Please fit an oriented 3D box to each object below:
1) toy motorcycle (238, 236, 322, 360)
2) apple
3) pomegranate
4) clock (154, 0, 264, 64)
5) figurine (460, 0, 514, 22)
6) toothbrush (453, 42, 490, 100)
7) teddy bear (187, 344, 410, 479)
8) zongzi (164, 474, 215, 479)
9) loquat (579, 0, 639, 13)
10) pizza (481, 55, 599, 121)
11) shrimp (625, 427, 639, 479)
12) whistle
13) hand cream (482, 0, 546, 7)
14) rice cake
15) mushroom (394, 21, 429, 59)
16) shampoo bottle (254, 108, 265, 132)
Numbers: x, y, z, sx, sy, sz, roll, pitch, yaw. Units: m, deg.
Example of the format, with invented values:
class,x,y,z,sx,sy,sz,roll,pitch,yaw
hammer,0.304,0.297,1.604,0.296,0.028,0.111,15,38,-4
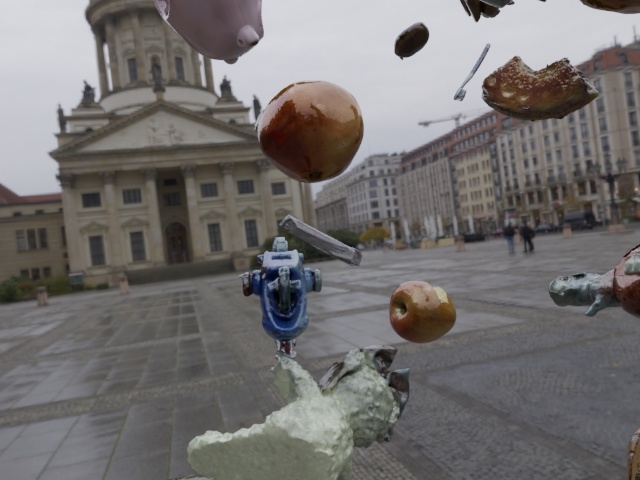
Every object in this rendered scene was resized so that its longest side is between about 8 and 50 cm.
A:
class,x,y,z,sx,sy,sz,roll,pitch,yaw
toy motorcycle,-0.071,0.134,1.248,0.182,0.241,0.319,-27,19,4
apple,0.299,0.208,1.530,0.199,0.199,0.199,-7,-1,0
pomegranate,-0.022,-0.210,1.030,0.209,0.209,0.209,-7,-1,0
clock,-0.315,-0.676,1.437,0.251,0.376,0.368,-31,16,-19
figurine,0.552,-0.877,1.791,0.173,0.247,0.177,-31,15,16
toothbrush,0.454,-0.501,1.555,0.026,0.288,0.024,24,-32,16
teddy bear,-0.017,0.395,1.138,0.375,0.327,0.362,-28,2,24
zongzi,-0.365,0.629,1.280,0.286,0.138,0.300,8,-45,-12
loquat,0.663,-0.633,1.075,0.329,0.328,0.328,-7,-1,0
pizza,0.561,-0.389,1.367,0.305,0.161,0.086,18,7,43
shrimp,0.610,0.480,1.007,0.053,0.235,0.133,2,-9,35
whistle,0.516,0.073,0.877,0.134,0.142,0.346,22,-13,-11
hand cream,0.123,-0.369,0.641,0.341,0.077,0.124,26,-3,8
rice cake,0.000,0.000,1.546,0.270,0.055,0.049,27,5,17
mushroom,0.315,-0.690,1.857,0.135,0.080,0.170,-21,-7,-15
shampoo bottle,-0.064,-0.265,1.351,0.212,0.072,0.049,25,20,-25
